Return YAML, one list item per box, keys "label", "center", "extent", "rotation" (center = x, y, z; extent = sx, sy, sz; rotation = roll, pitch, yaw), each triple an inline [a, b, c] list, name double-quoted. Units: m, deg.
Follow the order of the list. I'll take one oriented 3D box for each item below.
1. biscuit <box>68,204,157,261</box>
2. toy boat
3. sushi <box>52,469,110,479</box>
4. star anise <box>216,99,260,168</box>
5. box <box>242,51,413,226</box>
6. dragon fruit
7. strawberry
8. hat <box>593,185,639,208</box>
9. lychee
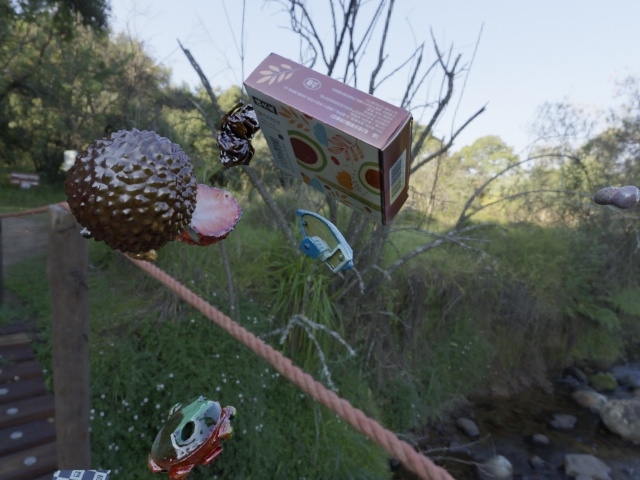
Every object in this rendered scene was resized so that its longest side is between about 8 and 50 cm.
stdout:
- label: "biscuit"
  center: [-0.591, -0.024, 1.252]
  extent: [0.202, 0.044, 0.288]
  rotation: [7, -35, 28]
- label: "toy boat"
  center: [0.000, 0.000, 1.196]
  extent: [0.088, 0.215, 0.102]
  rotation: [-45, -18, 31]
- label: "sushi"
  center: [-0.884, 0.945, 1.580]
  extent: [0.193, 0.040, 0.210]
  rotation: [12, 34, -22]
- label: "star anise"
  center: [-0.260, -0.340, 1.399]
  extent: [0.126, 0.220, 0.190]
  rotation: [31, 16, 18]
- label: "box"
  center: [0.031, -0.239, 1.093]
  extent: [0.385, 0.122, 0.344]
  rotation: [31, -17, 21]
- label: "dragon fruit"
  center: [-0.397, 0.597, 1.361]
  extent: [0.269, 0.130, 0.295]
  rotation: [-10, 18, 46]
- label: "strawberry"
  center: [-0.475, -0.096, 1.780]
  extent: [0.149, 0.265, 0.336]
  rotation: [-39, -8, 34]
- label: "hat"
  center: [0.660, -0.088, 0.972]
  extent: [0.087, 0.042, 0.058]
  rotation: [-16, -44, 41]
- label: "lychee"
  center: [-0.305, -0.073, 0.708]
  extent: [0.238, 0.200, 0.200]
  rotation: [-37, -13, 21]
